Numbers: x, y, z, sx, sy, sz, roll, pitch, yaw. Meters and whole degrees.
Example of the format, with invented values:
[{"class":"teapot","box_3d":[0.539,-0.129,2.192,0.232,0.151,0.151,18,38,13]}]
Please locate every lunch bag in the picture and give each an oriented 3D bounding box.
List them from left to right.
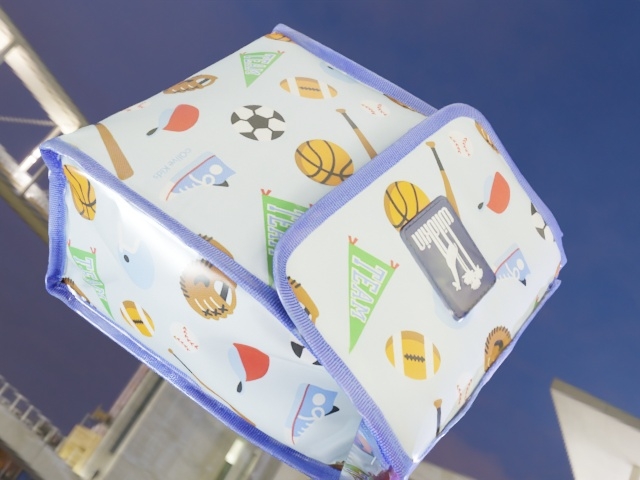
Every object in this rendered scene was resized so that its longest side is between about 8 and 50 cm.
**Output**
[{"class":"lunch bag","box_3d":[0.000,0.000,0.687,0.385,0.328,0.239,35,-42,19]}]
